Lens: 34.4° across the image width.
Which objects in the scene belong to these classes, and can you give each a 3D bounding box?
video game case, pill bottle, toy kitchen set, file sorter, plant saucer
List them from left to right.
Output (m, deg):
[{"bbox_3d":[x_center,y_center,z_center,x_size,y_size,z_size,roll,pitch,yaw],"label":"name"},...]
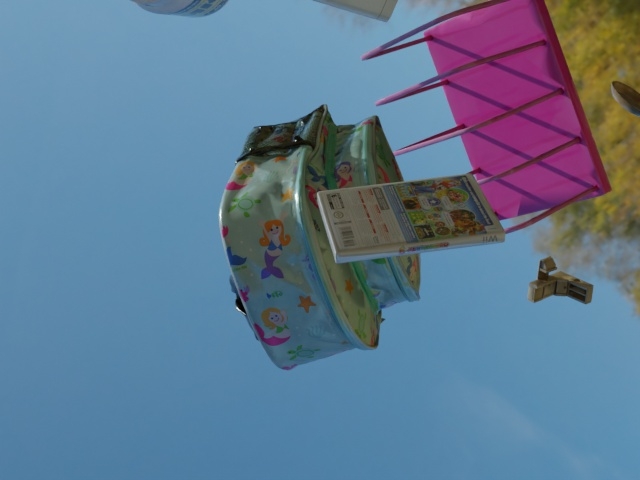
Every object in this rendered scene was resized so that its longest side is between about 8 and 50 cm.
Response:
[{"bbox_3d":[-0.189,-0.349,1.328,0.119,0.119,0.208,49,-164,0],"label":"pill bottle"},{"bbox_3d":[0.064,-0.018,0.757,0.122,0.011,0.087,-7,-147,-6],"label":"video game case"},{"bbox_3d":[0.204,-0.154,1.358,0.182,0.202,0.291,-24,-85,-37],"label":"file sorter"},{"bbox_3d":[0.407,0.072,1.752,0.083,0.068,0.075,-17,-151,-36],"label":"toy kitchen set"},{"bbox_3d":[0.479,-0.215,1.595,0.083,0.015,0.083,25,-148,-16],"label":"plant saucer"}]

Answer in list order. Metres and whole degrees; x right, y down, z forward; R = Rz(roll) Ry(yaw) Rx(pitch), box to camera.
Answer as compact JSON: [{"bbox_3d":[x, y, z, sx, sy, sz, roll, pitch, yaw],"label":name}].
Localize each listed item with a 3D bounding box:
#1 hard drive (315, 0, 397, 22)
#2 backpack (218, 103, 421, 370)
[{"bbox_3d":[0.047,-0.569,1.996,0.353,0.233,0.047,5,-153,-44],"label":"hard drive"},{"bbox_3d":[0.000,0.000,1.049,0.253,0.191,0.225,-66,-40,-59],"label":"backpack"}]
